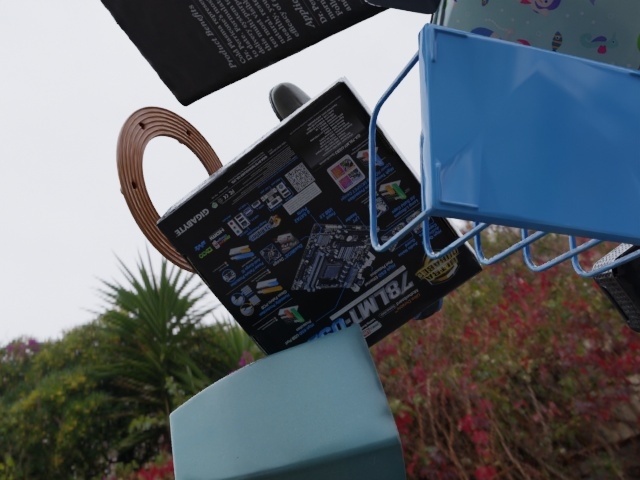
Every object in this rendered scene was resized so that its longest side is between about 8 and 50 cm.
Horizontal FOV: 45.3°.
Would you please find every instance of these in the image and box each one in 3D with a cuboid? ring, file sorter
[{"bbox_3d":[-0.266,-0.093,1.446,0.032,0.336,0.336,-22,-48,25],"label":"ring"},{"bbox_3d":[0.124,-0.045,0.495,0.170,0.118,0.104,8,-22,-18],"label":"file sorter"}]

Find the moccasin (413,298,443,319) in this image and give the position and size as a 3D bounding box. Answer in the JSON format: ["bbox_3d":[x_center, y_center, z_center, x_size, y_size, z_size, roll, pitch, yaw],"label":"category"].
[{"bbox_3d":[0.067,0.008,1.292,0.117,0.342,0.137,-22,-35,-26],"label":"moccasin"}]

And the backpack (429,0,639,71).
[{"bbox_3d":[0.221,-0.202,0.631,0.254,0.191,0.225,18,-59,16],"label":"backpack"}]

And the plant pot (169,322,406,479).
[{"bbox_3d":[-0.039,0.231,0.855,0.234,0.165,0.165,-14,-48,-5],"label":"plant pot"}]

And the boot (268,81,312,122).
[{"bbox_3d":[0.018,-0.228,1.444,0.246,0.161,0.083,48,-116,-2],"label":"boot"}]

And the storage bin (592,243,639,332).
[{"bbox_3d":[0.487,0.035,1.055,0.180,0.084,0.122,-35,-96,-2],"label":"storage bin"}]

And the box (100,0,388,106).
[{"bbox_3d":[-0.022,-0.494,1.115,0.472,0.480,0.297,-10,-56,44],"label":"box"}]

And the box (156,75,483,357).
[{"bbox_3d":[0.000,0.000,0.964,0.295,0.073,0.293,-36,-77,12],"label":"box"}]

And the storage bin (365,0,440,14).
[{"bbox_3d":[0.050,-0.218,0.504,0.135,0.098,0.091,41,-113,-70],"label":"storage bin"}]
